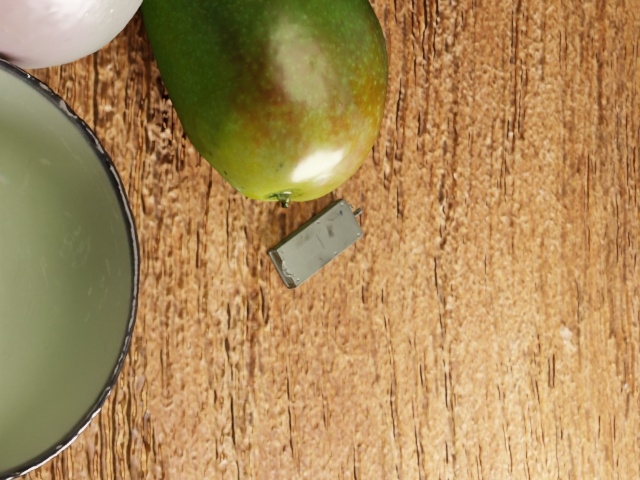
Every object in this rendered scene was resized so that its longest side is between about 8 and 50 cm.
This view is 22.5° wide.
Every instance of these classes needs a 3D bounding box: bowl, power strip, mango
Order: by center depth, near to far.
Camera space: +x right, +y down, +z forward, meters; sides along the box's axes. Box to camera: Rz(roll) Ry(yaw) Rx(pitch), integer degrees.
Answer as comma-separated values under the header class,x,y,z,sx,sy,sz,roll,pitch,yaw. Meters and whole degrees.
class,x,y,z,sx,sy,sz,roll,pitch,yaw
bowl,-0.340,0.028,1.309,0.354,0.185,0.353,8,77,-39
mango,-0.062,-0.221,1.585,0.225,0.201,0.381,-18,82,-18
power strip,0.000,0.000,1.701,0.136,0.019,0.051,-39,104,-37

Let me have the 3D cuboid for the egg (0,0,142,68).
class,x,y,z,sx,sy,sz,roll,pitch,yaw
egg,-0.280,-0.298,1.327,0.354,0.355,0.339,-44,117,-36
